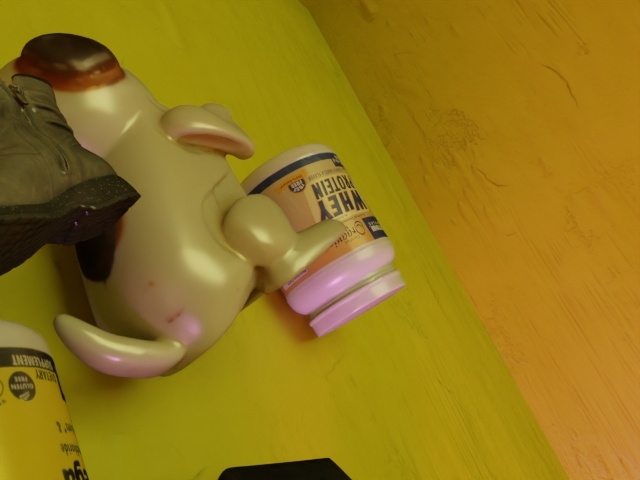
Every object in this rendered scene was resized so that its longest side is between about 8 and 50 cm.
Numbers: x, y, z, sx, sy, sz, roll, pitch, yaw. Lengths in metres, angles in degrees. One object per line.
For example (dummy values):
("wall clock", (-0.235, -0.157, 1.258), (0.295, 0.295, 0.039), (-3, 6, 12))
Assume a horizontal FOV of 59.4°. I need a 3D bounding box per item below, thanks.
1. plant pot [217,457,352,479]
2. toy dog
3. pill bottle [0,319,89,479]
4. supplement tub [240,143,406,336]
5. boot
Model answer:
("plant pot", (-0.015, 0.350, 0.559), (0.167, 0.187, 0.188), (19, -2, 41))
("toy dog", (-0.243, -0.049, 0.711), (0.408, 0.284, 0.395), (52, 42, -2))
("pill bottle", (-0.239, 0.239, 0.374), (0.188, 0.188, 0.334), (7, 52, -59))
("supplement tub", (0.000, 0.000, 1.073), (0.316, 0.228, 0.228), (59, 24, 11))
("boot", (-0.264, -0.060, 0.433), (0.161, 0.083, 0.246), (49, 19, -1))
